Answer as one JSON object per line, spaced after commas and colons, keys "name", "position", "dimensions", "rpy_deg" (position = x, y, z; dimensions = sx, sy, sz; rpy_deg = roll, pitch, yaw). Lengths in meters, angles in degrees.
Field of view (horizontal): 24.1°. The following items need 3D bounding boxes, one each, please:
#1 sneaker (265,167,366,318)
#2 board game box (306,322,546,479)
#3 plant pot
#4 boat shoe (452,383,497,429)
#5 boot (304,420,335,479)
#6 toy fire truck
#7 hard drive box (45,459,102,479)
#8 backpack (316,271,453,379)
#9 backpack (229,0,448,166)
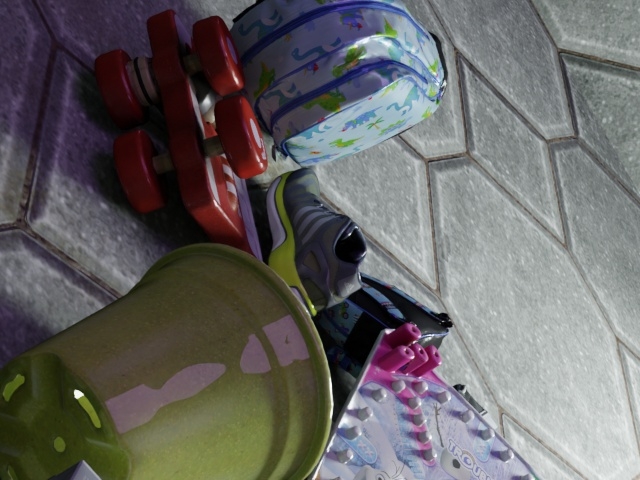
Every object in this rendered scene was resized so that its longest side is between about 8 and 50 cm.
{"name": "sneaker", "position": [0.000, 0.000, 1.997], "dimensions": [0.300, 0.121, 0.111], "rpy_deg": [-95, 164, -52]}
{"name": "board game box", "position": [0.166, 0.340, 1.790], "dimensions": [0.390, 0.050, 0.390], "rpy_deg": [45, 39, -12]}
{"name": "plant pot", "position": [-0.171, 0.162, 1.456], "dimensions": [0.254, 0.276, 0.276], "rpy_deg": [-19, 78, -52]}
{"name": "boat shoe", "position": [0.159, 0.250, 2.052], "dimensions": [0.105, 0.113, 0.306], "rpy_deg": [58, 24, 9]}
{"name": "boot", "position": [-0.007, 0.306, 1.745], "dimensions": [0.244, 0.088, 0.176], "rpy_deg": [45, 31, -32]}
{"name": "toy fire truck", "position": [-0.153, -0.127, 1.903], "dimensions": [0.254, 0.169, 0.302], "rpy_deg": [60, 13, -61]}
{"name": "hard drive box", "position": [-0.203, 0.329, 1.277], "dimensions": [0.232, 0.181, 0.089], "rpy_deg": [52, 26, -15]}
{"name": "backpack", "position": [0.066, 0.117, 2.031], "dimensions": [0.173, 0.117, 0.158], "rpy_deg": [33, 16, 23]}
{"name": "backpack", "position": [0.017, -0.231, 2.031], "dimensions": [0.355, 0.290, 0.273], "rpy_deg": [55, 17, -61]}
